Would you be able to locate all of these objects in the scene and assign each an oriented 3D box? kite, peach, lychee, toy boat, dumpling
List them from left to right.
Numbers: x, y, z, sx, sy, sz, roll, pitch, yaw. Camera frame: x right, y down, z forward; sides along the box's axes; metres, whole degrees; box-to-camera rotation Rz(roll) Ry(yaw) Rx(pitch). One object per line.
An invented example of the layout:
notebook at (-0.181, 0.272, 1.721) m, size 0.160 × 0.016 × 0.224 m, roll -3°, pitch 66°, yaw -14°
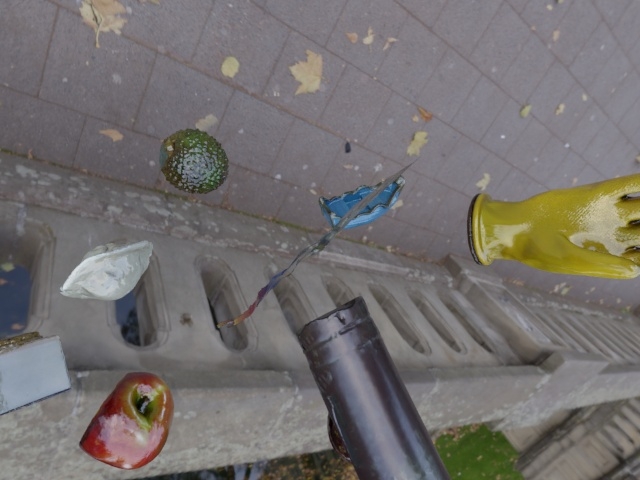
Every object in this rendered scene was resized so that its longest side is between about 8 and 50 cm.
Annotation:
dumpling at (-0.436, 0.052, 0.857) m, size 0.111 × 0.181 × 0.155 m, roll 28°, pitch 153°, yaw -8°
peach at (-0.552, 0.525, 1.172) m, size 0.274 × 0.246 × 0.248 m, roll -37°, pitch 172°, yaw 33°
lychee at (-0.298, -0.187, 0.995) m, size 0.171 × 0.171 × 0.171 m, roll -15°, pitch 131°, yaw -18°
kite at (0.001, 0.001, 0.399) m, size 0.245 × 0.015 × 0.141 m, roll -41°, pitch 179°, yaw -28°
toy boat at (0.089, -0.084, 0.837) m, size 0.185 × 0.075 × 0.077 m, roll -16°, pitch 142°, yaw -18°

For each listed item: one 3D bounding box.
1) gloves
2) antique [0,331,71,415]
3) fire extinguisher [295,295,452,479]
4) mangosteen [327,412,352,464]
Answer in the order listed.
gloves at (0.374, -0.023, 0.580) m, size 0.116 × 0.294 × 0.133 m, roll -12°, pitch 99°, yaw -49°
antique at (-0.638, 0.276, 0.863) m, size 0.151 × 0.148 × 0.146 m, roll -18°, pitch 175°, yaw 39°
fire extinguisher at (0.058, 0.184, 0.342) m, size 0.072 × 0.268 × 0.089 m, roll -31°, pitch 167°, yaw 25°
mangosteen at (0.087, 0.379, 0.862) m, size 0.172 × 0.184 × 0.173 m, roll 3°, pitch 83°, yaw -27°
